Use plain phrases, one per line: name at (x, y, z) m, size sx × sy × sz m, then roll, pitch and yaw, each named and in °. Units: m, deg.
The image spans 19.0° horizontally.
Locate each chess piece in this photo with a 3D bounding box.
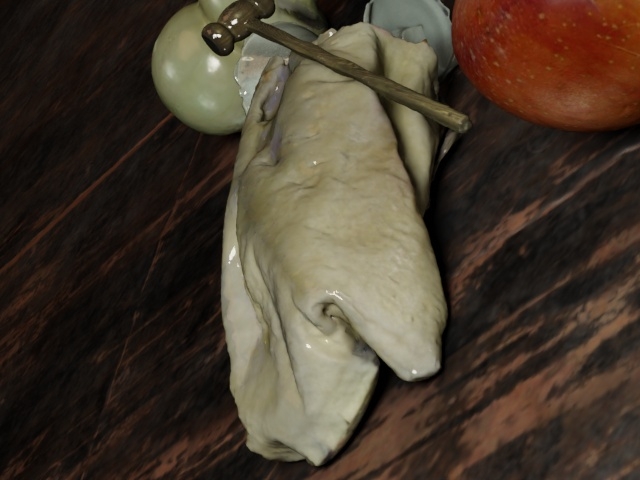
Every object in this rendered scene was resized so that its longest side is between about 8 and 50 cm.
chess piece at (-0.041, -0.246, 1.796) m, size 0.330 × 0.182 × 0.182 m, roll -52°, pitch 20°, yaw 20°

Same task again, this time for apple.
apple at (0.181, -0.156, 1.167) m, size 0.201 × 0.162 × 0.201 m, roll -57°, pitch 11°, yaw 17°

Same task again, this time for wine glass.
wine glass at (0.025, -0.148, 1.559) m, size 0.183 × 0.122 × 0.122 m, roll -20°, pitch 39°, yaw 52°

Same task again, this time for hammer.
hammer at (0.012, -0.121, 1.338) m, size 0.058 × 0.029 × 0.292 m, roll -46°, pitch 39°, yaw -11°

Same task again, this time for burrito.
burrito at (0.001, -0.002, 1.353) m, size 0.190 × 0.135 × 0.332 m, roll -33°, pitch 32°, yaw 30°
